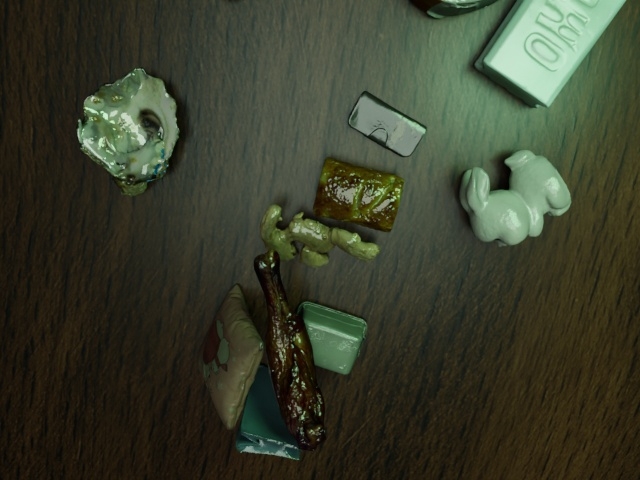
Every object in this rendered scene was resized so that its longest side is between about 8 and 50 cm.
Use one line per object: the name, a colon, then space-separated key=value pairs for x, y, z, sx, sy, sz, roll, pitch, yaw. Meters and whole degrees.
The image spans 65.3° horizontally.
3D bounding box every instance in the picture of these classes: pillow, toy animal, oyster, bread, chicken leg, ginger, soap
pillow: x=-0.194 y=0.243 z=1.077 sx=0.084 sy=0.236 sz=0.223 roll=13 pitch=112 yaw=-34
toy animal: x=0.386 y=-0.089 z=1.006 sx=0.192 sy=0.127 sz=0.179 roll=-22 pitch=99 yaw=9
oyster: x=-0.382 y=-0.227 z=1.033 sx=0.222 sy=0.083 sz=0.214 roll=-35 pitch=103 yaw=4
bread: x=0.077 y=-0.090 z=1.032 sx=0.172 sy=0.103 sz=0.132 roll=15 pitch=103 yaw=3
chicken leg: x=-0.067 y=0.215 z=0.988 sx=0.095 sy=0.158 sz=0.408 roll=-13 pitch=95 yaw=0
ginger: x=-0.006 y=0.009 z=1.068 sx=0.258 sy=0.065 sz=0.149 roll=14 pitch=139 yaw=-7
soap: x=0.441 y=-0.408 z=0.948 sx=0.159 sy=0.087 sz=0.266 roll=33 pitch=103 yaw=-6

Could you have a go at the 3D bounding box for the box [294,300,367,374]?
box: x=0.014 y=0.222 z=1.114 sx=0.172 sy=0.093 sz=0.124 roll=17 pitch=103 yaw=-2

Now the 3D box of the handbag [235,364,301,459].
handbag: x=-0.096 y=0.367 z=1.087 sx=0.144 sy=0.221 sz=0.057 roll=11 pitch=113 yaw=-1

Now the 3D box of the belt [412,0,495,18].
belt: x=0.285 y=-0.528 z=0.920 sx=0.261 sy=0.105 sz=0.184 roll=-29 pitch=98 yaw=6

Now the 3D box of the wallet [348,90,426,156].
wallet: x=0.136 y=-0.239 z=1.038 sx=0.156 sy=0.018 sz=0.082 roll=30 pitch=103 yaw=-6
